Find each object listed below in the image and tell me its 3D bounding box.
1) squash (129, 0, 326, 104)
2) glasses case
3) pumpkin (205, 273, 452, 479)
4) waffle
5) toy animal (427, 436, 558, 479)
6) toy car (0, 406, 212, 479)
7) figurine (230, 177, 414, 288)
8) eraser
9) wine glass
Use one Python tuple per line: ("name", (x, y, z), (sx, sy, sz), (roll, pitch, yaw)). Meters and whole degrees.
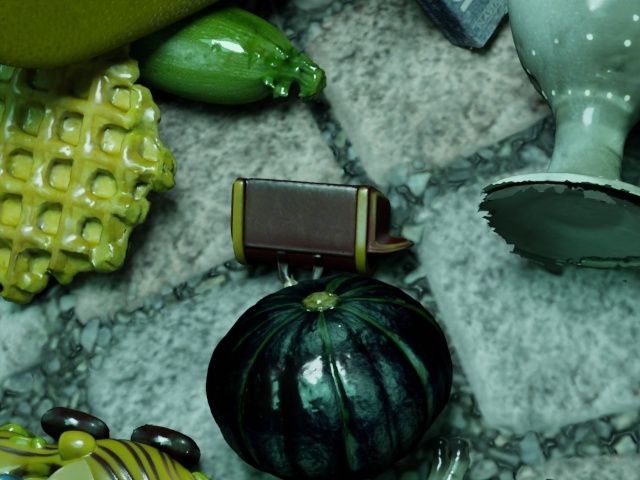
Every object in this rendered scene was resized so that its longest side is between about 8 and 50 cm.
("squash", (-0.164, -0.198, 1.235), (0.378, 0.101, 0.101), (22, 74, 19))
("glasses case", (-0.157, -0.274, 1.119), (0.371, 0.173, 0.141), (-29, 56, -18))
("pumpkin", (0.005, 0.103, 1.032), (0.194, 0.194, 0.150), (17, 102, 19))
("waffle", (-0.261, -0.080, 1.195), (0.291, 0.051, 0.291), (-2, 85, 19))
("toy animal", (0.107, 0.243, 1.006), (0.217, 0.073, 0.176), (16, 78, 14))
("toy car", (-0.199, 0.224, 1.040), (0.248, 0.142, 0.200), (7, 70, 17))
("figurine", (0.001, 0.000, 1.130), (0.154, 0.082, 0.098), (7, 83, 15))
("eraser", (0.092, -0.267, 1.149), (0.046, 0.212, 0.092), (18, 69, 53))
("wine glass", (0.230, -0.160, 1.079), (0.190, 0.190, 0.357), (8, 69, 16))
